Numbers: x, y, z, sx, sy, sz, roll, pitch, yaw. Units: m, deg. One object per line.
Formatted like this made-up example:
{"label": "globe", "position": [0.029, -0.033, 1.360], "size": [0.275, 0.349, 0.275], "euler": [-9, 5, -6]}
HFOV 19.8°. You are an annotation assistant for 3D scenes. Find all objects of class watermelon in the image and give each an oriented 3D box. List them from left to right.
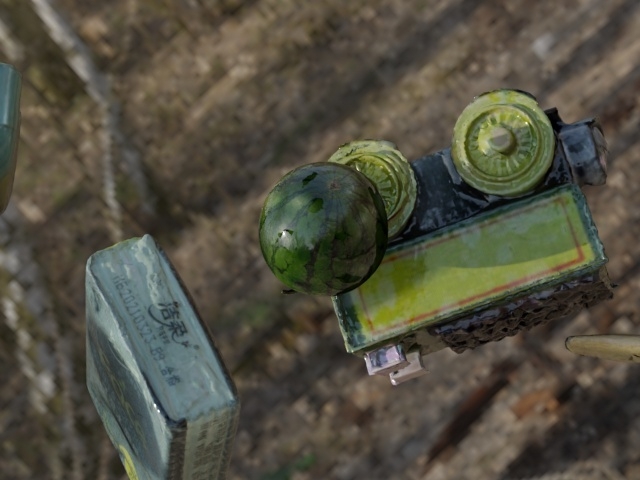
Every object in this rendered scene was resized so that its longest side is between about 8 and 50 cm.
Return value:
{"label": "watermelon", "position": [0.004, -0.005, 1.330], "size": [0.109, 0.109, 0.109], "euler": [-37, 19, 15]}

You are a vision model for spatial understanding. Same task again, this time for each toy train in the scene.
{"label": "toy train", "position": [0.111, -0.005, 1.434], "size": [0.261, 0.177, 0.134], "euler": [-21, -15, 9]}

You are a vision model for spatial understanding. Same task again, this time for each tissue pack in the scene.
{"label": "tissue pack", "position": [-0.147, 0.135, 1.672], "size": [0.081, 0.185, 0.257], "euler": [-23, -24, -19]}

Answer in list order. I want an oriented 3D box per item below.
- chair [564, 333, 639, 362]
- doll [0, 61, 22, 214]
{"label": "chair", "position": [0.272, 0.053, 0.892], "size": [0.188, 0.166, 0.272], "euler": [-43, 5, -15]}
{"label": "doll", "position": [-0.450, -0.106, 1.928], "size": [0.177, 0.261, 0.161], "euler": [123, 152, -72]}
